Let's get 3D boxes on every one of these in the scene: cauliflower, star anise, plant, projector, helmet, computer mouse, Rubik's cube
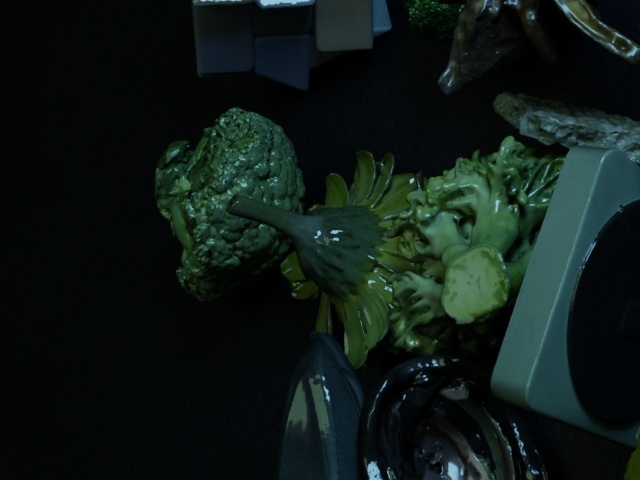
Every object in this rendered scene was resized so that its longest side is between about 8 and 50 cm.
[{"bbox_3d":[-0.154,-0.062,1.582,0.250,0.272,0.275,26,75,18],"label":"cauliflower"},{"bbox_3d":[0.230,-0.295,1.110,0.292,0.109,0.350,-27,53,48],"label":"star anise"},{"bbox_3d":[0.045,-0.009,1.420,0.261,0.297,0.306,-33,31,-5],"label":"plant"},{"bbox_3d":[0.292,0.065,1.066,0.079,0.257,0.259,14,82,48],"label":"projector"},{"bbox_3d":[0.141,0.258,1.211,0.154,0.198,0.253,126,128,-76],"label":"helmet"},{"bbox_3d":[0.018,0.300,1.285,0.114,0.203,0.374,6,97,18],"label":"computer mouse"},{"bbox_3d":[-0.074,-0.456,1.662,0.368,0.358,0.387,96,166,-55],"label":"Rubik's cube"}]

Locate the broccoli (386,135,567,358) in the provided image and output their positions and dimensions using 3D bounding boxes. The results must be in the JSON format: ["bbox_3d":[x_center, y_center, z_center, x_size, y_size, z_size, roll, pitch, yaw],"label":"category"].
[{"bbox_3d":[0.177,0.021,1.202,0.248,0.245,0.288,13,100,19],"label":"broccoli"}]

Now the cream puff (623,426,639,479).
[{"bbox_3d":[0.438,0.224,0.853,0.378,0.275,0.378,-48,10,11],"label":"cream puff"}]

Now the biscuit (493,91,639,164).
[{"bbox_3d":[0.305,-0.128,1.207,0.265,0.188,0.040,26,113,44],"label":"biscuit"}]

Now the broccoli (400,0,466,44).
[{"bbox_3d":[0.223,-0.393,1.356,0.297,0.297,0.297,-15,34,11],"label":"broccoli"}]
